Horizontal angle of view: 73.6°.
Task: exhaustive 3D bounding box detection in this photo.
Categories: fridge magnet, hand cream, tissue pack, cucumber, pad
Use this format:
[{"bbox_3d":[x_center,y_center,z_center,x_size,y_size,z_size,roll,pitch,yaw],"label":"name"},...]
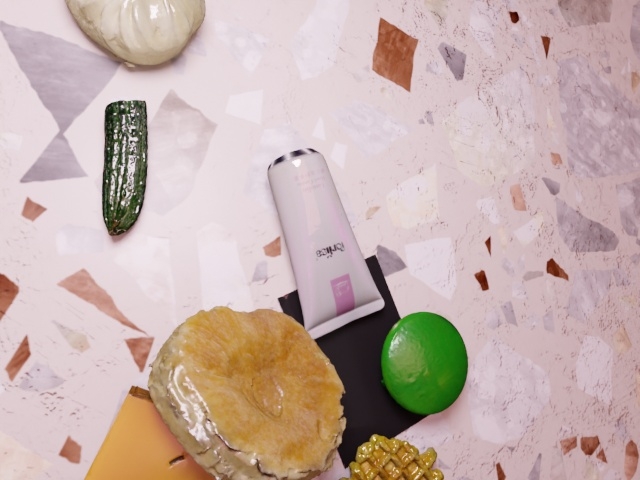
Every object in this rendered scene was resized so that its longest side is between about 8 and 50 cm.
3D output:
[{"bbox_3d":[0.217,0.254,0.894,0.208,0.088,0.208,4,78,-20],"label":"fridge magnet"},{"bbox_3d":[0.000,0.000,0.859,0.185,0.118,0.358,-20,92,-25],"label":"hand cream"},{"bbox_3d":[-0.215,0.370,0.680,0.274,0.145,0.194,28,73,-15],"label":"tissue pack"},{"bbox_3d":[-0.348,-0.138,0.769,0.077,0.077,0.265,-1,82,-21],"label":"cucumber"},{"bbox_3d":[0.085,0.241,0.896,0.248,0.007,0.367,-21,88,-24],"label":"pad"}]

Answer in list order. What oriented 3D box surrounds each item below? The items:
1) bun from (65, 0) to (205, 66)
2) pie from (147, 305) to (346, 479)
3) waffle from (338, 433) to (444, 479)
[{"bbox_3d":[-0.336,-0.461,0.789,0.259,0.160,0.259,6,75,-21],"label":"bun"},{"bbox_3d":[-0.098,0.236,0.694,0.339,0.083,0.339,27,28,-15],"label":"pie"},{"bbox_3d":[0.143,0.511,0.833,0.243,0.059,0.237,12,78,-16],"label":"waffle"}]
